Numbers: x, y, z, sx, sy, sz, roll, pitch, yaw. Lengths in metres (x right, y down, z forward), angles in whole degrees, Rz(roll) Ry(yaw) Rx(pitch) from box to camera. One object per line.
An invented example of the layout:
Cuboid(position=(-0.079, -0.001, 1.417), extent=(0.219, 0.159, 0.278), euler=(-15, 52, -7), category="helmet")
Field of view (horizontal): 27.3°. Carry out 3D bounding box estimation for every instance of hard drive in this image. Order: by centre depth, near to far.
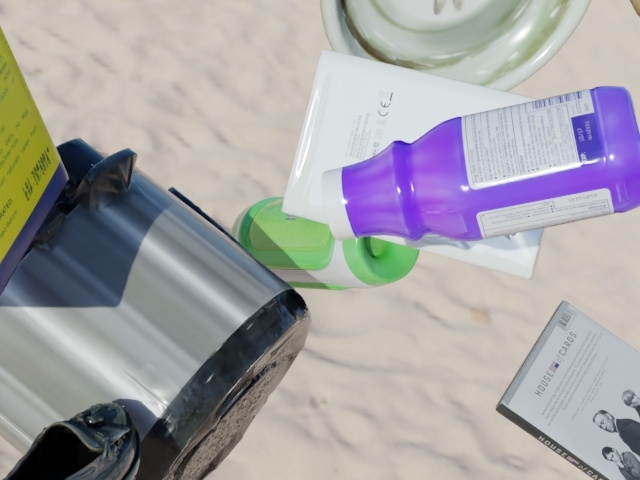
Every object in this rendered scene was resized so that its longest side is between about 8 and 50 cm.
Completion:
Cuboid(position=(0.125, -0.092, 1.548), extent=(0.308, 0.203, 0.040), euler=(15, 4, 14), category="hard drive")

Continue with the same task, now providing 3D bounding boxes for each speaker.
Cuboid(position=(0.000, 0.000, 1.796), extent=(0.131, 0.131, 0.296), euler=(-8, 5, -36), category="speaker")

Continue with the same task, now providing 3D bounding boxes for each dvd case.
Cuboid(position=(0.350, 0.204, 1.585), extent=(0.239, 0.029, 0.179), euler=(35, 57, 5), category="dvd case")

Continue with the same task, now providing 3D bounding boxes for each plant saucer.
Cuboid(position=(0.176, -0.365, 1.723), extent=(0.400, 0.400, 0.100), euler=(1, 34, -24), category="plant saucer")

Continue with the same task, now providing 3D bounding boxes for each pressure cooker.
Cuboid(position=(-0.266, 0.097, 1.601), extent=(0.420, 0.370, 0.375), euler=(37, -7, 10), category="pressure cooker")

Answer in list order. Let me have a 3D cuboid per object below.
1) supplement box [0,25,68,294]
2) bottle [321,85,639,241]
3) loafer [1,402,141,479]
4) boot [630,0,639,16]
Cuboid(position=(-0.394, -0.128, 1.138), extent=(0.195, 0.356, 0.194), euler=(0, 42, 19), category="supplement box")
Cuboid(position=(0.144, -0.058, 1.171), extent=(0.283, 0.092, 0.118), euler=(-12, 43, 12), category="bottle")
Cuboid(position=(-0.238, 0.213, 1.246), extent=(0.096, 0.084, 0.267), euler=(-1, 21, 12), category="loafer")
Cuboid(position=(0.230, -0.267, 0.803), extent=(0.203, 0.262, 0.095), euler=(43, -6, 10), category="boot")
